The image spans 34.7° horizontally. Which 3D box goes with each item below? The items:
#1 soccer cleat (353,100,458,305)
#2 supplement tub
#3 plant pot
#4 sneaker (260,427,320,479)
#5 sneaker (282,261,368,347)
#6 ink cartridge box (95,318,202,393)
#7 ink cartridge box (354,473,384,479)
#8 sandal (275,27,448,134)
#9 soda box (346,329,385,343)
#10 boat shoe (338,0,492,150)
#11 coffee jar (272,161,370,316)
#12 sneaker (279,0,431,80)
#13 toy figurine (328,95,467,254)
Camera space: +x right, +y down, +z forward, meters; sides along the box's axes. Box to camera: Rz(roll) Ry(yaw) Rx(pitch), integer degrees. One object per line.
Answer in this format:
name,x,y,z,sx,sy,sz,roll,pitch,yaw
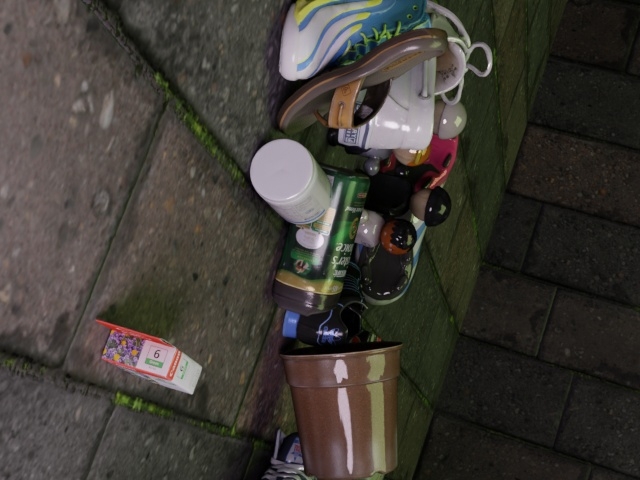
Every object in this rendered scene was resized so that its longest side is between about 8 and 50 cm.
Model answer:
soccer cleat,0.121,-0.058,1.608,0.143,0.116,0.331,128,-19,-83
supplement tub,-0.030,-0.062,1.105,0.107,0.071,0.071,49,59,-72
plant pot,0.034,0.223,1.354,0.167,0.167,0.165,-2,87,-74
sneaker,-0.054,0.342,1.397,0.282,0.099,0.153,15,85,-70
sneaker,0.028,0.092,1.429,0.232,0.090,0.081,-42,145,-62
ink cartridge box,-0.149,0.100,0.872,0.115,0.063,0.029,60,46,-69
ink cartridge box,0.046,0.330,1.670,0.176,0.127,0.128,77,32,-63
sandal,0.043,-0.151,1.059,0.090,0.219,0.060,-15,83,-59
soda box,0.067,0.182,1.729,0.169,0.053,0.060,40,67,-74
boat shoe,0.131,-0.222,1.261,0.367,0.157,0.135,-71,173,-54
coffee jar,0.000,0.000,1.257,0.096,0.079,0.184,-12,118,-73
sneaker,0.048,-0.232,1.092,0.240,0.126,0.091,-57,157,-47
toy figurine,0.101,-0.095,1.379,0.209,0.148,0.213,-45,148,-60
